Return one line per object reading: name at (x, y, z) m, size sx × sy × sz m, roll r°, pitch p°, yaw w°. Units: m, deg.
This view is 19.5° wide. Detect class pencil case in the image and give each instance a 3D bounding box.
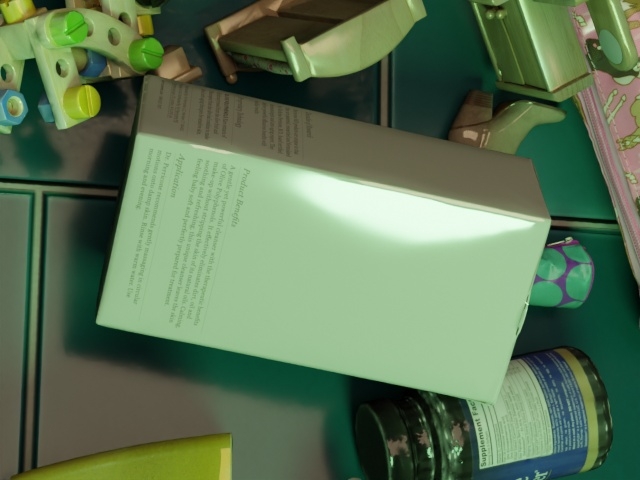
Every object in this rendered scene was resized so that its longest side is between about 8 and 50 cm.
pencil case at (0.183, 0.027, 1.798) m, size 0.152 × 0.064 × 0.070 m, roll 4°, pitch 95°, yaw -15°
pencil case at (0.335, -0.092, 1.815) m, size 0.160 × 0.167 × 0.386 m, roll -19°, pitch 84°, yaw 14°

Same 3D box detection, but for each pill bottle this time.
pill bottle at (0.150, 0.175, 1.732) m, size 0.219 × 0.123 × 0.122 m, roll -10°, pitch 83°, yaw -16°

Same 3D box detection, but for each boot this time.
boot at (0.182, -0.099, 1.836) m, size 0.119 × 0.042 × 0.087 m, roll 10°, pitch 84°, yaw -12°

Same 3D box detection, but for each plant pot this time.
plant pot at (-0.169, 0.277, 1.592) m, size 0.187 × 0.212 × 0.212 m, roll 1°, pitch 80°, yaw -3°

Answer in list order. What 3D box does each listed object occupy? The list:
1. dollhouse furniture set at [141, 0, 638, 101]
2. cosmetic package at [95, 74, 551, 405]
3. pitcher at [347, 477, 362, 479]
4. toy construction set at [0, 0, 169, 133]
dollhouse furniture set at (0.063, -0.149, 1.692) m, size 0.356 × 0.303 × 0.173 m, roll -29°, pitch 110°, yaw -17°
cosmetic package at (0.000, 0.000, 1.648) m, size 0.366 × 0.155 × 0.197 m, roll 13°, pitch 114°, yaw -8°
pitcher at (0.049, 0.345, 1.685) m, size 0.207 × 0.125 × 0.178 m, roll 43°, pitch 104°, yaw -4°
toy construction set at (-0.225, -0.265, 1.659) m, size 0.215 × 0.151 × 0.327 m, roll -14°, pitch 112°, yaw -50°
